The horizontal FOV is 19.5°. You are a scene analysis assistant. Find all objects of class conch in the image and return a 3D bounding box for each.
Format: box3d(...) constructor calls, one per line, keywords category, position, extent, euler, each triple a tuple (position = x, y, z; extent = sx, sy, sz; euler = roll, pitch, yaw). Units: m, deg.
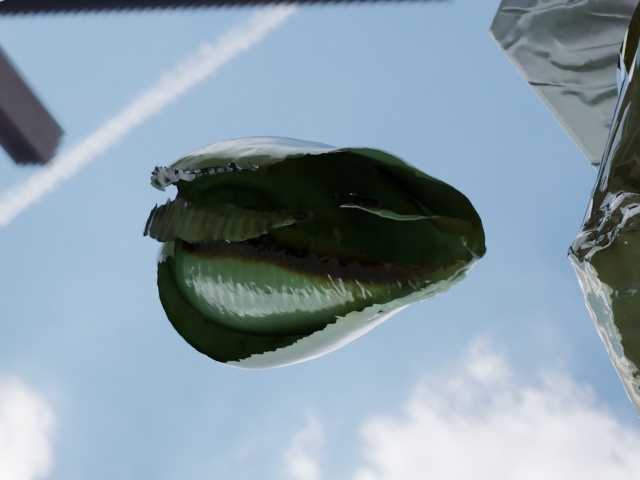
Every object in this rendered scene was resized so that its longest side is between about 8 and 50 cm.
box3d(category="conch", position=(-0.019, -0.003, 1.063), extent=(0.137, 0.250, 0.143), euler=(-29, -92, -16))

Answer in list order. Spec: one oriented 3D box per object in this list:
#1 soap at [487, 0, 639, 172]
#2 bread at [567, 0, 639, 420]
box3d(category="soap", position=(0.211, -0.103, 1.038), extent=(0.173, 0.289, 0.095), euler=(-12, -142, 48))
box3d(category="bread", position=(0.232, -0.041, 0.636), extent=(0.264, 0.239, 0.395), euler=(42, -66, 13))
